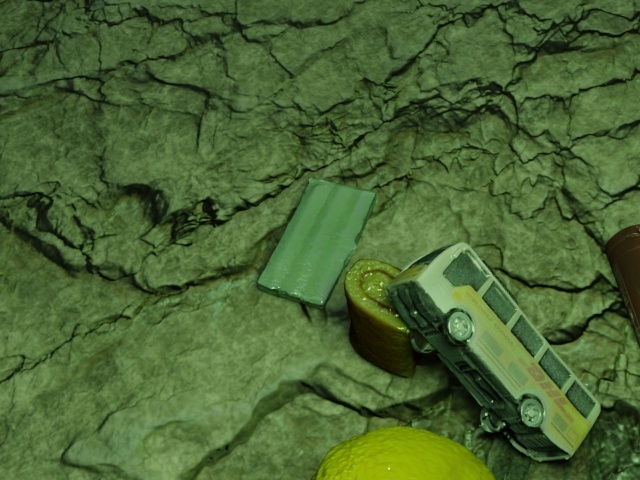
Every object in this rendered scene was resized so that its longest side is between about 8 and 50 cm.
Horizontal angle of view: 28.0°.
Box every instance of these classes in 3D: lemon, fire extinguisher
[{"bbox_3d":[0.100,0.359,1.576,0.268,0.268,0.322,16,27,14],"label":"lemon"},{"bbox_3d":[0.507,0.109,1.900,0.104,0.105,0.269,-10,54,-4],"label":"fire extinguisher"}]

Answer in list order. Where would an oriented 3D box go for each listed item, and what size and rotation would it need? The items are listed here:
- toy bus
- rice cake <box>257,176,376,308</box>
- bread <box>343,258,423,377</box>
[{"bbox_3d":[0.241,0.155,1.766,0.342,0.097,0.138,50,61,-11],"label":"toy bus"},{"bbox_3d":[0.000,0.000,2.034,0.127,0.043,0.237,16,58,13],"label":"rice cake"},{"bbox_3d":[0.098,0.112,1.869,0.132,0.172,0.103,32,69,22],"label":"bread"}]
